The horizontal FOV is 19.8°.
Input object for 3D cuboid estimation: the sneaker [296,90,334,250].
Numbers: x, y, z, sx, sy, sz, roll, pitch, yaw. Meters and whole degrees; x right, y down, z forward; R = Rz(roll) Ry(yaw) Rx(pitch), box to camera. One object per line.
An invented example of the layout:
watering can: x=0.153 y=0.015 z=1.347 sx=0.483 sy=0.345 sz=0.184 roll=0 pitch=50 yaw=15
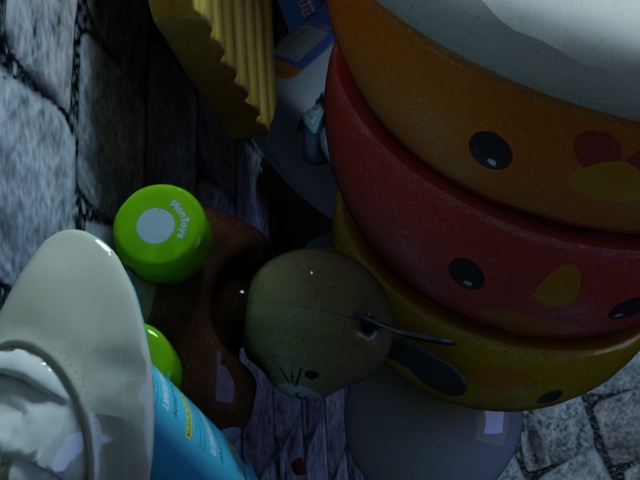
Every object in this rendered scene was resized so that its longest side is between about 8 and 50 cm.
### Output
sneaker: x=0.046 y=-0.089 z=1.239 sx=0.110 sy=0.122 sz=0.283 roll=-84 pitch=179 yaw=-79

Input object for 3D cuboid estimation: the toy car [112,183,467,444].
toy car: x=-0.015 y=0.061 z=1.008 sx=0.155 sy=0.188 sz=0.149 roll=65 pitch=35 yaw=-69

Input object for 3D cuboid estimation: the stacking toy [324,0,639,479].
stacking toy: x=0.123 y=-0.015 z=1.095 sx=0.350 sy=0.350 sz=0.480 roll=-80 pitch=-176 yaw=-53

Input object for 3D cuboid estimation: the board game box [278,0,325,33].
board game box: x=0.034 y=-0.236 z=1.622 sx=0.336 sy=0.079 sz=0.254 roll=-75 pitch=148 yaw=-64

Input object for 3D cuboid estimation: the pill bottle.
pill bottle: x=0.080 y=-0.149 z=1.399 sx=0.272 sy=0.152 sz=0.152 roll=-43 pitch=152 yaw=-16

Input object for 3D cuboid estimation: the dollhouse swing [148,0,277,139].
dollhouse swing: x=0.025 y=-0.277 z=1.131 sx=0.347 sy=0.315 sz=0.305 roll=62 pitch=8 yaw=-73

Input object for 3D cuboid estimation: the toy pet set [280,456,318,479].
toy pet set: x=-0.018 y=0.262 z=1.508 sx=0.114 sy=0.065 sz=0.122 roll=42 pitch=-37 yaw=50

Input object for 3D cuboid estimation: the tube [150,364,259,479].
tube: x=-0.073 y=0.101 z=0.897 sx=0.207 sy=0.052 sz=0.080 roll=47 pitch=16 yaw=-48

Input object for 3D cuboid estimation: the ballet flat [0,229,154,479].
ballet flat: x=-0.117 y=0.121 z=0.761 sx=0.086 sy=0.086 sz=0.248 roll=-17 pitch=107 yaw=-81

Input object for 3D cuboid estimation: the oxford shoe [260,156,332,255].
oxford shoe: x=0.000 y=0.000 z=1.534 sx=0.096 sy=0.083 sz=0.227 roll=-65 pitch=152 yaw=-16
